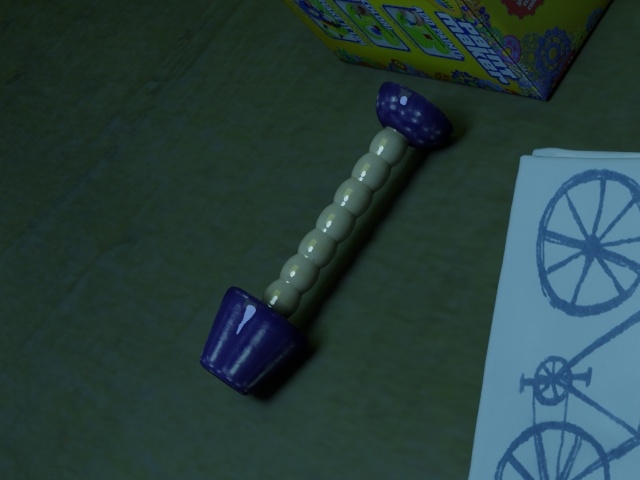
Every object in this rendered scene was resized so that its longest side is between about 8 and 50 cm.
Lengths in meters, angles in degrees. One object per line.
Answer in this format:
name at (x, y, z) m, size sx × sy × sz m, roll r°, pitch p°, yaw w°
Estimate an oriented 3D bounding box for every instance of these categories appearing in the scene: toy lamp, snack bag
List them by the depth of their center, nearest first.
snack bag at (0.222, 0.099, 0.738) m, size 0.342 × 0.037 × 0.323 m, roll 1°, pitch 78°, yaw 47°
toy lamp at (0.000, 0.000, 1.092) m, size 0.080 × 0.080 × 0.275 m, roll 21°, pitch 73°, yaw 52°

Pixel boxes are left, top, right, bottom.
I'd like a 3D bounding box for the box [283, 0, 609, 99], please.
box at (0.125, -0.301, 1.147) m, size 0.279 × 0.177 × 0.290 m, roll 21°, pitch 74°, yaw 52°
